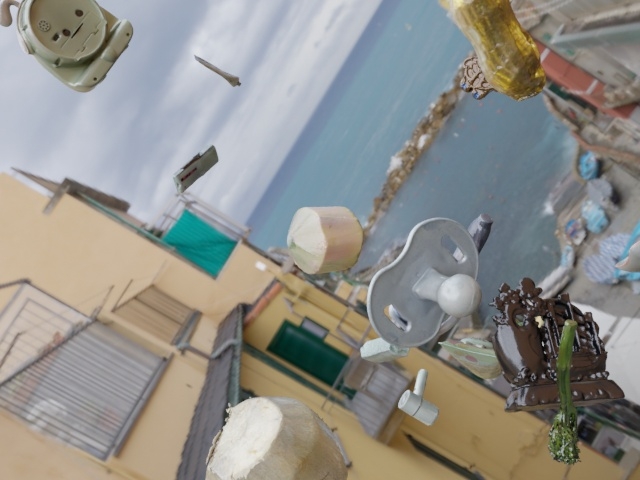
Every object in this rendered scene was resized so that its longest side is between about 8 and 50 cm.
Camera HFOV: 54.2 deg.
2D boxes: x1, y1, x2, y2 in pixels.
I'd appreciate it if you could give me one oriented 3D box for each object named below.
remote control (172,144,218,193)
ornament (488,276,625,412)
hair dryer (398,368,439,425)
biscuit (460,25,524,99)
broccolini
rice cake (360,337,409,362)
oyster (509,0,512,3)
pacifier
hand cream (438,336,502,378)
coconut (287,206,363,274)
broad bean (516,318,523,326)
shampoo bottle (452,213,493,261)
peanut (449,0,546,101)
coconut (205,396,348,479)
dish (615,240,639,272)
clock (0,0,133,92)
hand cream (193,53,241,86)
[{"bbox_3d":[-0.342,-0.200,1.728,0.166,0.029,0.065,-51,-32,-38],"label":"remote control"},{"bbox_3d":[0.460,0.204,1.250,0.106,0.251,0.260,114,154,-71],"label":"ornament"},{"bbox_3d":[0.231,0.347,1.424,0.047,0.082,0.137,-56,5,38],"label":"hair dryer"},{"bbox_3d":[0.374,-0.387,1.345,0.175,0.124,0.026,-56,-23,20],"label":"biscuit"},{"bbox_3d":[0.369,0.229,0.942,0.054,0.239,0.051,-18,20,-35],"label":"broccolini"},{"bbox_3d":[0.192,0.318,1.833,0.206,0.069,0.063,-32,40,60],"label":"rice cake"},{"bbox_3d":[0.322,-0.440,1.169,0.093,0.051,0.034,-47,14,28],"label":"oyster"},{"bbox_3d":[0.237,0.103,1.239,0.287,0.238,0.226,-46,21,-9],"label":"pacifier"},{"bbox_3d":[0.387,0.285,1.522,0.306,0.147,0.093,32,-108,-63],"label":"hand cream"},{"bbox_3d":[0.000,0.000,1.068,0.116,0.122,0.116,4,95,60],"label":"coconut"},{"bbox_3d":[0.553,0.244,1.706,0.213,0.070,0.048,-140,65,-83],"label":"broad bean"},{"bbox_3d":[0.465,0.018,1.936,0.087,0.049,0.233,-105,26,-44],"label":"shampoo bottle"},{"bbox_3d":[0.263,-0.300,0.930,0.087,0.206,0.087,-34,14,10],"label":"peanut"},{"bbox_3d":[-0.112,0.594,1.600,0.346,0.360,0.346,-23,34,17],"label":"coconut"},{"bbox_3d":[0.743,-0.016,1.345,0.212,0.077,0.151,-49,-21,-6],"label":"dish"},{"bbox_3d":[-0.427,-0.355,1.044,0.062,0.191,0.151,-1,57,59],"label":"clock"},{"bbox_3d":[-0.315,-0.519,1.914,0.037,0.165,0.057,-54,31,18],"label":"hand cream"}]
